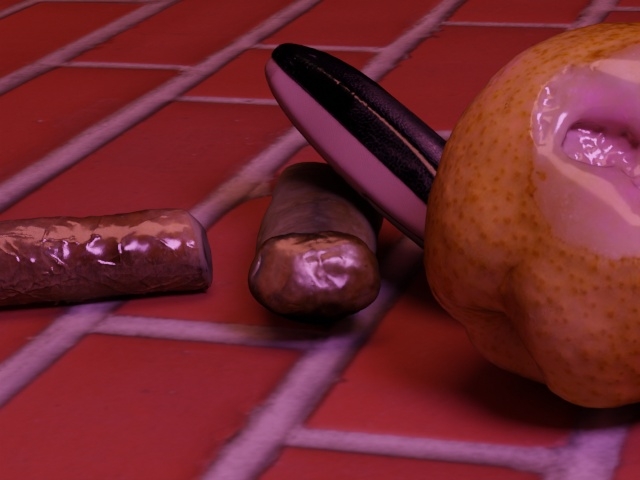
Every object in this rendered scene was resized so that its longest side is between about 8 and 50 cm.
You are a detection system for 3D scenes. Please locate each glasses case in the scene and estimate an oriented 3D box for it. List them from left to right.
[{"bbox_3d":[0.065,-0.060,1.412,0.314,0.075,0.122,45,14,34],"label":"glasses case"}]

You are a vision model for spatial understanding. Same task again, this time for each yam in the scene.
[{"bbox_3d":[-0.264,0.018,1.387,0.356,0.081,0.081,-4,19,-8],"label":"yam"}]

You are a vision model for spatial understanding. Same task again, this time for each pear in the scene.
[{"bbox_3d":[0.200,-0.014,1.162,0.271,0.271,0.271,-2,19,1],"label":"pear"}]

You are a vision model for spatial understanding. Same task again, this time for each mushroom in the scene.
[{"bbox_3d":[0.000,0.000,1.406,0.100,0.081,0.312,11,15,0],"label":"mushroom"}]
